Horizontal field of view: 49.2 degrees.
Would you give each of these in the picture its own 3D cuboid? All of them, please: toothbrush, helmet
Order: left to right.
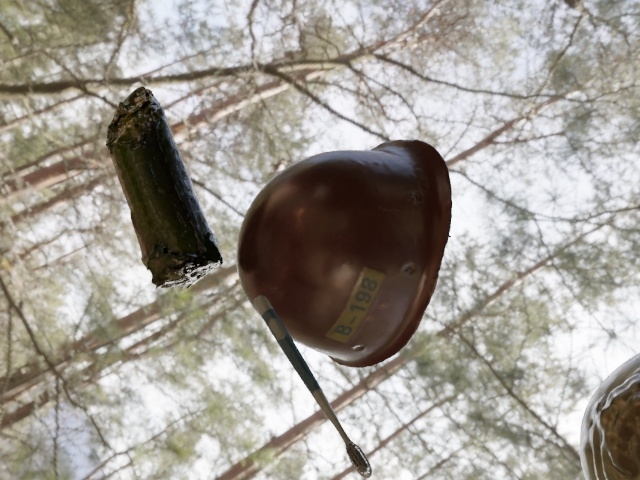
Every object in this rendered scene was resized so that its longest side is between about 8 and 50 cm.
[{"bbox_3d":[-0.016,0.167,0.846,0.276,0.019,0.025,54,-4,32],"label":"toothbrush"},{"bbox_3d":[0.000,0.000,1.070,0.385,0.230,0.338,-58,-142,27],"label":"helmet"}]

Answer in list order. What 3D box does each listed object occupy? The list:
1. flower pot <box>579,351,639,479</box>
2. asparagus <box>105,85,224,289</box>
[{"bbox_3d":[0.327,0.091,0.465,0.307,0.307,0.244,169,-75,-66],"label":"flower pot"},{"bbox_3d":[-0.267,-0.101,1.118,0.108,0.128,0.382,-37,-112,37],"label":"asparagus"}]
